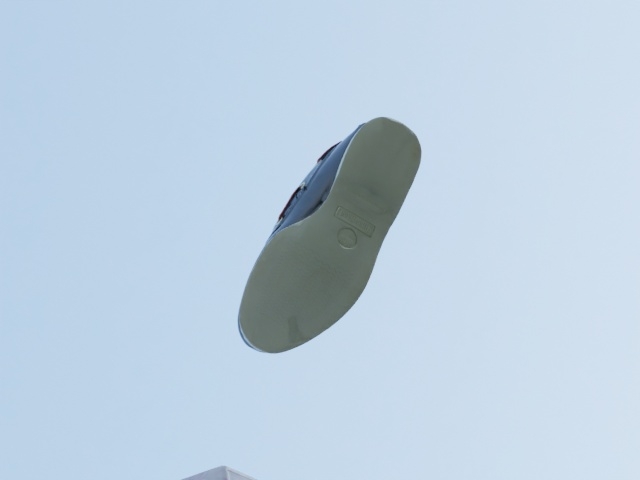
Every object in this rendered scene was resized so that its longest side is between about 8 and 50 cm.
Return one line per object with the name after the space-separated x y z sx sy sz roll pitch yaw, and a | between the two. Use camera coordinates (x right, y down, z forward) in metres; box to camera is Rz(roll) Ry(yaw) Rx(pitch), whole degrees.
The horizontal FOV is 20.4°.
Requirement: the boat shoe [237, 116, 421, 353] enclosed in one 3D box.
0.001 0.001 0.825 0.049 0.042 0.133 37 -116 -9 | boat shoe

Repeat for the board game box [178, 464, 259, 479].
0.013 0.347 1.230 0.318 0.066 0.318 33 -137 -50 | board game box
